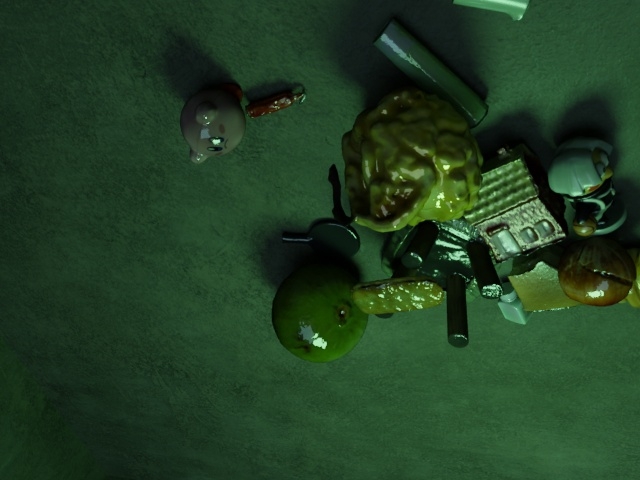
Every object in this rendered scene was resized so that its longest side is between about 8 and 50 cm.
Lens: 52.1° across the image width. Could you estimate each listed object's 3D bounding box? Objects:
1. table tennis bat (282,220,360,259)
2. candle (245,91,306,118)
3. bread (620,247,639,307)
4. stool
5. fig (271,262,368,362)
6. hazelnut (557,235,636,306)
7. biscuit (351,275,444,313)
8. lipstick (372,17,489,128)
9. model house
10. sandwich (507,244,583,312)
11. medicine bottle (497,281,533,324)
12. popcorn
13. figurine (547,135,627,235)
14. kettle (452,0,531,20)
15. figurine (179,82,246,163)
[{"bbox_3d":[0.000,0.000,1.917,0.236,0.027,0.150,4,133,14],"label":"table tennis bat"},{"bbox_3d":[-0.108,-0.337,1.623,0.162,0.053,0.048,-11,132,25],"label":"candle"},{"bbox_3d":[0.876,0.078,1.620,0.311,0.121,0.173,-17,122,32],"label":"bread"},{"bbox_3d":[0.319,0.096,1.758,0.310,0.226,0.310,22,135,1],"label":"stool"},{"bbox_3d":[-0.020,0.217,1.959,0.316,0.316,0.316,10,134,10],"label":"fig"},{"bbox_3d":[0.674,0.071,1.581,0.182,0.182,0.182,10,134,10],"label":"hazelnut"},{"bbox_3d":[0.194,0.139,1.668,0.247,0.029,0.118,-9,133,26],"label":"biscuit"},{"bbox_3d":[0.248,-0.365,1.456,0.304,0.076,0.076,37,133,-16],"label":"lipstick"},{"bbox_3d":[0.449,-0.105,1.573,0.196,0.160,0.254,-24,113,35],"label":"model house"},{"bbox_3d":[0.620,0.085,1.722,0.220,0.108,0.186,-12,127,31],"label":"sandwich"},{"bbox_3d":[0.546,0.176,1.857,0.074,0.055,0.118,18,148,54],"label":"medicine bottle"},{"bbox_3d":[0.178,-0.155,1.458,0.349,0.381,0.349,48,163,20],"label":"popcorn"},{"bbox_3d":[0.606,-0.122,1.495,0.133,0.176,0.236,-1,137,41],"label":"figurine"},{"bbox_3d":[0.345,-0.512,1.284,0.148,0.127,0.098,13,167,3],"label":"kettle"},{"bbox_3d":[-0.269,-0.292,1.634,0.173,0.173,0.173,10,134,10],"label":"figurine"}]
